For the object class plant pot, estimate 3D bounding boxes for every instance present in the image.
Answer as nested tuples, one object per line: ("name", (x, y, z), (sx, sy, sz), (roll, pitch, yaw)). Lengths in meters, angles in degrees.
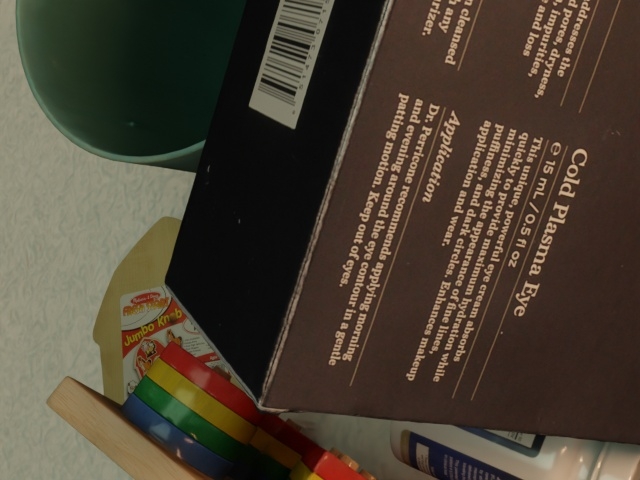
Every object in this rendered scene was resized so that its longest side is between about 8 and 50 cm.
("plant pot", (-0.055, -0.181, 0.741), (0.293, 0.235, 0.293), (-5, 79, 28))

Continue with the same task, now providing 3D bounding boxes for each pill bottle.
("pill bottle", (0.144, 0.147, 0.662), (0.169, 0.094, 0.094), (18, 88, 30))

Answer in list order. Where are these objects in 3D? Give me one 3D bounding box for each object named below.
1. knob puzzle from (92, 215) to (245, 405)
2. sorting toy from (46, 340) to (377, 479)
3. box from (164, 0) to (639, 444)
("knob puzzle", (-0.133, 0.072, 0.865), (0.213, 0.030, 0.213), (-6, 77, 28))
("sorting toy", (-0.026, 0.180, 0.665), (0.257, 0.255, 0.089), (29, 78, 30))
("box", (0.117, -0.073, 0.545), (0.179, 0.312, 0.343), (37, 111, 60))
